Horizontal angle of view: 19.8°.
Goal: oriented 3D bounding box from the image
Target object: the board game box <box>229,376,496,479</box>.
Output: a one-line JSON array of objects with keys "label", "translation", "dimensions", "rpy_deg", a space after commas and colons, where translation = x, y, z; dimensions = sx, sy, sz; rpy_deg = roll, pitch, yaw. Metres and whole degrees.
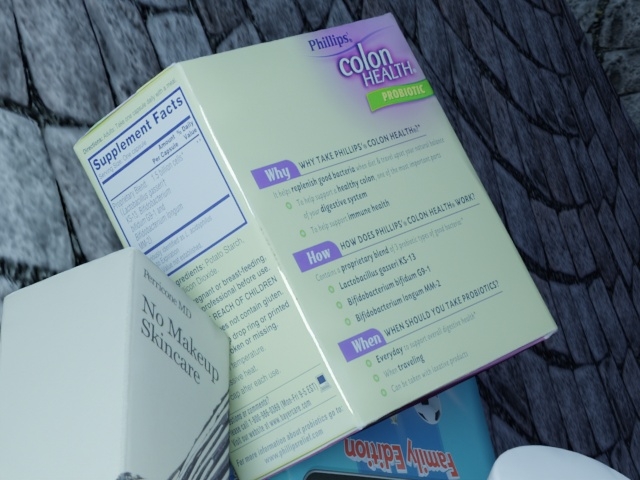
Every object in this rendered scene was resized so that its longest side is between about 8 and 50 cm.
[{"label": "board game box", "translation": [0.012, 0.092, 1.298], "dimensions": [0.254, 0.079, 0.336], "rpy_deg": [14, 56, -50]}]

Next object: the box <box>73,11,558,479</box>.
[{"label": "box", "translation": [0.000, 0.000, 1.166], "dimensions": [0.213, 0.117, 0.243], "rpy_deg": [-21, 82, -48]}]

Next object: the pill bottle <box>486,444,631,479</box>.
[{"label": "pill bottle", "translation": [0.121, 0.275, 1.180], "dimensions": [0.152, 0.152, 0.272], "rpy_deg": [-52, 162, -67]}]

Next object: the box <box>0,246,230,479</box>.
[{"label": "box", "translation": [-0.112, 0.147, 0.979], "dimensions": [0.113, 0.094, 0.275], "rpy_deg": [47, 30, -43]}]
